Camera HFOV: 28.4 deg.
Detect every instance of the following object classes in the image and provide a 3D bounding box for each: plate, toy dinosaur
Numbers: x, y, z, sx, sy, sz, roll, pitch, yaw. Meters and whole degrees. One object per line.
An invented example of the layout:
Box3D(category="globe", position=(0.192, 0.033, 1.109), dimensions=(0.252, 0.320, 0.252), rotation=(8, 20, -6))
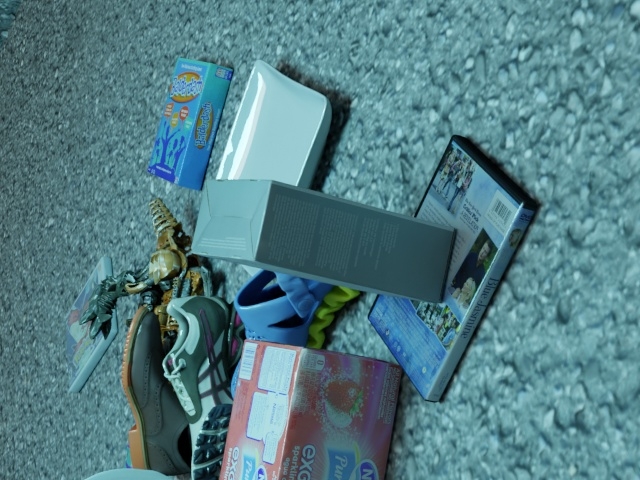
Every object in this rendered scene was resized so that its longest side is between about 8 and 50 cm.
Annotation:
Box3D(category="plate", position=(-0.072, -0.102, 1.833), dimensions=(0.277, 0.045, 0.278), rotation=(38, 112, 59))
Box3D(category="toy dinosaur", position=(-0.241, 0.082, 2.009), dimensions=(0.218, 0.164, 0.322), rotation=(-35, 29, 33))

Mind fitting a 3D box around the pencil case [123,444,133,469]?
Box3D(category="pencil case", position=(-0.294, 0.398, 2.004), dimensions=(0.070, 0.064, 0.151), rotation=(26, 102, 50))

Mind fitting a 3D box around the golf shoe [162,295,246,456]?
Box3D(category="golf shoe", position=(-0.173, 0.211, 1.807), dimensions=(0.105, 0.120, 0.272), rotation=(-28, 55, 53))

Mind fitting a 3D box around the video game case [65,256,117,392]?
Box3D(category="video game case", position=(-0.441, 0.161, 2.422), dimensions=(0.201, 0.023, 0.183), rotation=(-53, 36, 37))

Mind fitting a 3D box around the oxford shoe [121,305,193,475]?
Box3D(category="oxford shoe", position=(-0.230, 0.222, 1.864), dimensions=(0.097, 0.098, 0.271), rotation=(-62, -28, -63))

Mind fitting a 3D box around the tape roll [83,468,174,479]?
Box3D(category="tape roll", position=(-0.262, 0.453, 1.687), dimensions=(0.100, 0.286, 0.286), rotation=(-38, 47, 49))

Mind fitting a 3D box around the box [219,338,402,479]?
Box3D(category="box", position=(-0.022, 0.274, 1.473), dimensions=(0.154, 0.142, 0.299), rotation=(-2, 77, 61))

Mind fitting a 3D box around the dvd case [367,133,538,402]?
Box3D(category="dvd case", position=(0.139, 0.028, 1.411), dimensions=(0.253, 0.022, 0.180), rotation=(-66, 29, 20))

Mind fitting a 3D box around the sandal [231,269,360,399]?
Box3D(category="sandal", position=(-0.053, 0.087, 1.621), dimensions=(0.317, 0.138, 0.126), rotation=(-63, 32, 28))

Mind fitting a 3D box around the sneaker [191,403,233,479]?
Box3D(category="sneaker", position=(-0.126, 0.356, 1.644), dimensions=(0.122, 0.110, 0.283), rotation=(146, 121, -62))

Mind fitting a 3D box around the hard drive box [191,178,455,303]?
Box3D(category="hard drive box", position=(0.000, 0.000, 1.409), dimensions=(0.181, 0.232, 0.089), rotation=(6, 83, 62))

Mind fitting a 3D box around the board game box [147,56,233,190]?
Box3D(category="board game box", position=(-0.224, -0.201, 2.152), dimensions=(0.160, 0.047, 0.210), rotation=(22, 97, 62))
